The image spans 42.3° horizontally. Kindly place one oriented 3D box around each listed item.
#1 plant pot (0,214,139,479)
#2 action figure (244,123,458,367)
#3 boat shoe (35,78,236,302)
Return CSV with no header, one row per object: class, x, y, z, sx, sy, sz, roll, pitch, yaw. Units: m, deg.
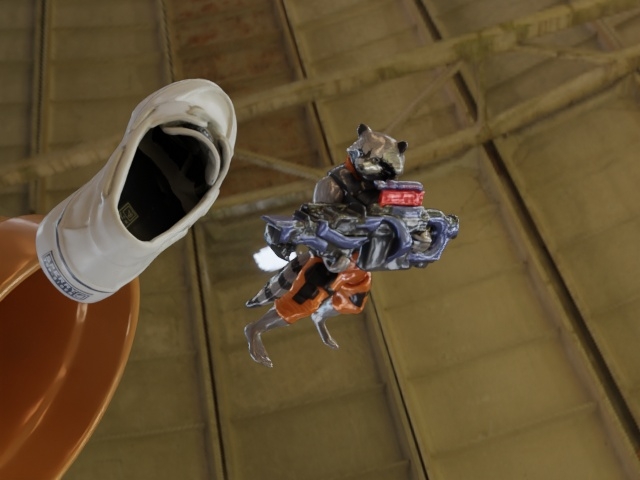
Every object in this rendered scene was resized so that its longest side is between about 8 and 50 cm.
plant pot,-0.317,0.092,0.683,0.203,0.291,0.291,24,-120,13
action figure,0.000,0.000,1.066,0.178,0.341,0.330,42,-69,37
boat shoe,-0.103,-0.053,0.603,0.084,0.095,0.258,-26,-153,31
